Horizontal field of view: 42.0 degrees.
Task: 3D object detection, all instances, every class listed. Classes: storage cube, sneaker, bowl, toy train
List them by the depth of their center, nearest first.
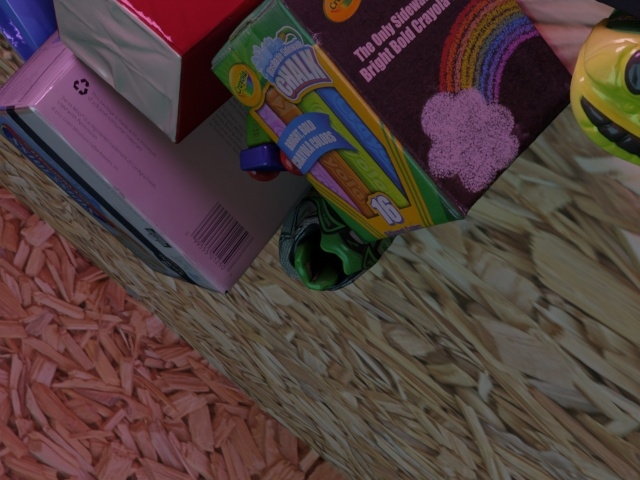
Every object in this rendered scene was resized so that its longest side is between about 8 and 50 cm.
[{"bbox_3d":[0.303,-0.073,0.525,0.296,0.123,0.109,27,145,-6],"label":"sneaker"},{"bbox_3d":[-0.141,-0.250,0.853,0.184,0.193,0.215,42,157,4],"label":"storage cube"},{"bbox_3d":[0.039,-0.135,0.867,0.105,0.248,0.143,1,92,61],"label":"toy train"},{"bbox_3d":[0.000,0.000,1.126,0.134,0.146,0.343,45,159,-3],"label":"sneaker"},{"bbox_3d":[-0.465,-0.383,1.243,0.391,0.077,0.391,49,166,17],"label":"bowl"}]

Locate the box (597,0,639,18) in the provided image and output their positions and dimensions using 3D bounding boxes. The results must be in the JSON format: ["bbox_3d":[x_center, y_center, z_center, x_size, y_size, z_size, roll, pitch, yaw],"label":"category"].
[{"bbox_3d":[0.225,-0.192,0.431,0.207,0.108,0.153,34,157,24],"label":"box"}]

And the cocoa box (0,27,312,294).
[{"bbox_3d":[-0.220,-0.132,1.105,0.228,0.231,0.347,9,147,53],"label":"cocoa box"}]

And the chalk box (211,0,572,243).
[{"bbox_3d":[0.038,-0.166,0.714,0.289,0.180,0.179,49,158,-10],"label":"chalk box"}]
